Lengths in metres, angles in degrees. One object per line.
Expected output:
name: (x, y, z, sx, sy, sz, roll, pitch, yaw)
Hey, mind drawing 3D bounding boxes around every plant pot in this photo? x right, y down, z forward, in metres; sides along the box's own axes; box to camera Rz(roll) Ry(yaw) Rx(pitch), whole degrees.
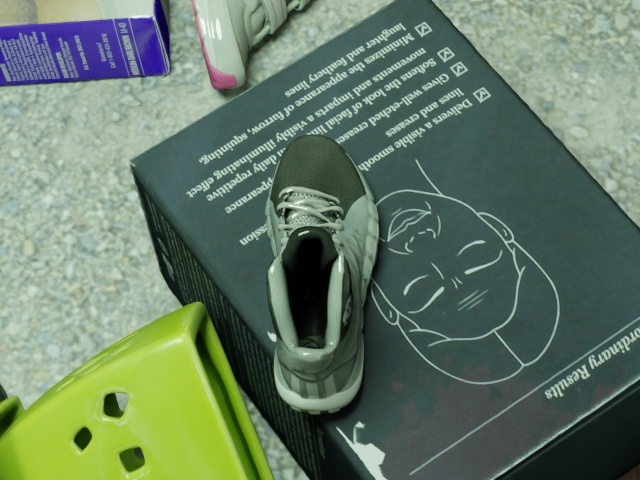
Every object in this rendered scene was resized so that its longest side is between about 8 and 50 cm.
plant pot: (-0.148, 0.194, 1.348, 0.207, 0.227, 0.228, -22, 93, 0)

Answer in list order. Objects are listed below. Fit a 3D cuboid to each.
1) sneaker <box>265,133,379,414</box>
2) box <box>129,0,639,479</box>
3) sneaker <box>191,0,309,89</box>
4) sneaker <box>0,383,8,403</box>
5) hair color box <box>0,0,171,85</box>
sneaker: (0.000, 0.000, 1.283, 0.086, 0.132, 0.228, -4, 62, 2)
box: (0.079, 0.046, 1.448, 0.294, 0.212, 0.395, -32, 64, -13)
sneaker: (-0.055, -0.253, 1.678, 0.111, 0.103, 0.252, 5, 63, 8)
sneaker: (-0.298, 0.208, 1.425, 0.125, 0.139, 0.340, -17, 61, -4)
hair color box: (-0.317, -0.249, 1.691, 0.339, 0.110, 0.185, -5, 63, 3)
